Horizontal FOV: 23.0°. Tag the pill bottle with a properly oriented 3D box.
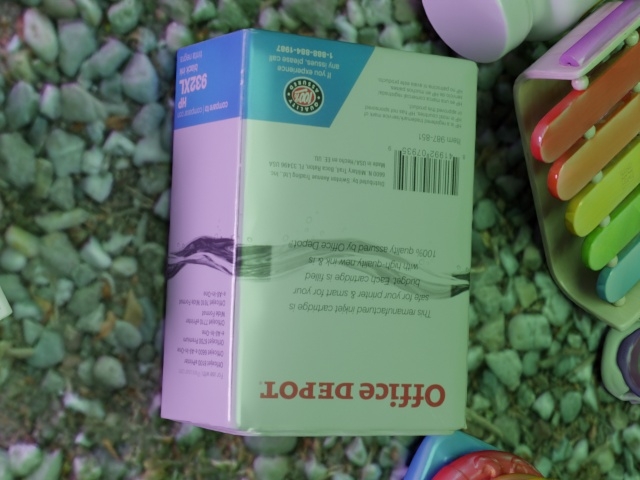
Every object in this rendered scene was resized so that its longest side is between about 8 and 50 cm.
[{"bbox_3d":[0.207,-0.264,1.409,0.246,0.136,0.136,-39,108,-27],"label":"pill bottle"}]

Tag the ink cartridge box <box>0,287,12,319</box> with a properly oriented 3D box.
[{"bbox_3d":[-0.319,-0.009,1.113,0.115,0.067,0.198,-32,105,-28],"label":"ink cartridge box"}]

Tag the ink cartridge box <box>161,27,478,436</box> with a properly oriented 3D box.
[{"bbox_3d":[0.000,0.000,1.276,0.223,0.129,0.307,4,86,-32],"label":"ink cartridge box"}]

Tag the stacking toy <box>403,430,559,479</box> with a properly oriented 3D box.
[{"bbox_3d":[0.199,0.262,1.291,0.166,0.302,0.175,30,73,-28],"label":"stacking toy"}]

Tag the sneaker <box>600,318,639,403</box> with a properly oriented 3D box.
[{"bbox_3d":[0.387,0.139,1.530,0.236,0.104,0.095,18,78,-32],"label":"sneaker"}]

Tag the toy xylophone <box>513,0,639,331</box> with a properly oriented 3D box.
[{"bbox_3d":[0.275,-0.089,1.431,0.236,0.081,0.322,-47,136,-21],"label":"toy xylophone"}]
